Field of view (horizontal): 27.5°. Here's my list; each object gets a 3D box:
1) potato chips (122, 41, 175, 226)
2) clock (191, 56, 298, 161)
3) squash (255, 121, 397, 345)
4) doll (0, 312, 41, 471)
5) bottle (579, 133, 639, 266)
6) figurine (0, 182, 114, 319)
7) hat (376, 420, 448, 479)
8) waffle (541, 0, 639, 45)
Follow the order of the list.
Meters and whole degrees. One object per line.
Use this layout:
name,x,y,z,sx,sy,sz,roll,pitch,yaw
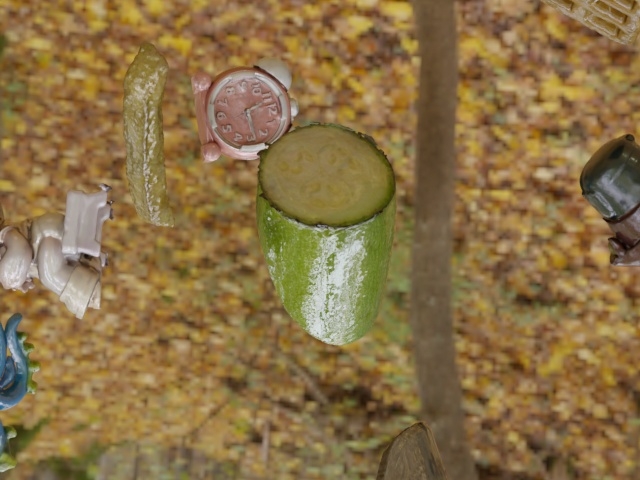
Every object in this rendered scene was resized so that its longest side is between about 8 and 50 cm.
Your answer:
potato chips,-0.254,-0.121,1.936,0.057,0.080,0.407,28,147,16
clock,-0.115,-0.200,2.050,0.162,0.165,0.093,-8,-178,-9
squash,0.000,0.000,1.681,0.189,0.189,0.260,4,142,-2
doll,-0.513,0.229,1.782,0.099,0.341,0.346,5,-150,43
bottle,0.418,-0.009,1.519,0.271,0.156,0.143,38,174,-4
figurine,-0.338,-0.016,1.308,0.257,0.144,0.182,10,-167,-4
hat,0.130,0.238,0.852,0.149,0.244,0.214,-6,175,14
waffle,0.235,-0.349,1.421,0.328,0.098,0.224,29,174,6
